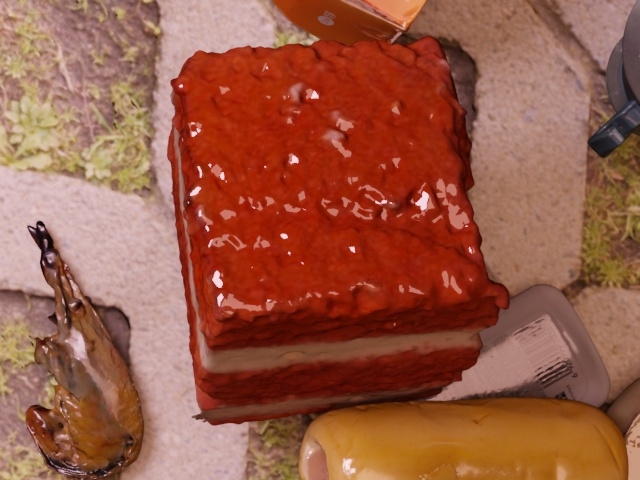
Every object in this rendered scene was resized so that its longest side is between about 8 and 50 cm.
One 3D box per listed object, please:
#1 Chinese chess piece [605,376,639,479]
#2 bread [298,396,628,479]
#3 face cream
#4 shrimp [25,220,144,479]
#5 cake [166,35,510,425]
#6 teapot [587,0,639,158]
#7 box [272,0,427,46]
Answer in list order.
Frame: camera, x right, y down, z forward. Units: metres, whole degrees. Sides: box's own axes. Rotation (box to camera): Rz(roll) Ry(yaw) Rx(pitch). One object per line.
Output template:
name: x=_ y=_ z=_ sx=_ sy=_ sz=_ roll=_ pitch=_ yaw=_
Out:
Chinese chess piece: x=0.398 y=0.247 z=1.750 sx=0.273 sy=0.102 sz=0.273 roll=0 pitch=86 yaw=-5
bread: x=0.135 y=0.199 z=1.631 sx=0.305 sy=0.142 sz=0.091 roll=-1 pitch=108 yaw=-16
face cream: x=0.141 y=0.167 z=1.748 sx=0.291 sy=0.071 sz=0.144 roll=-30 pitch=91 yaw=-5
shrimp: x=-0.261 y=0.114 z=1.724 sx=0.117 sy=0.066 sz=0.262 roll=-26 pitch=88 yaw=-5
cake: x=0.000 y=0.000 z=1.603 sx=0.270 sy=0.319 sz=0.269 roll=-5 pitch=66 yaw=-9
teapot: x=0.352 y=-0.161 z=1.703 sx=0.203 sy=0.225 sz=0.171 roll=-42 pitch=89 yaw=-4
box: x=0.093 y=-0.355 z=1.690 sx=0.143 sy=0.225 sz=0.341 roll=32 pitch=85 yaw=-4
